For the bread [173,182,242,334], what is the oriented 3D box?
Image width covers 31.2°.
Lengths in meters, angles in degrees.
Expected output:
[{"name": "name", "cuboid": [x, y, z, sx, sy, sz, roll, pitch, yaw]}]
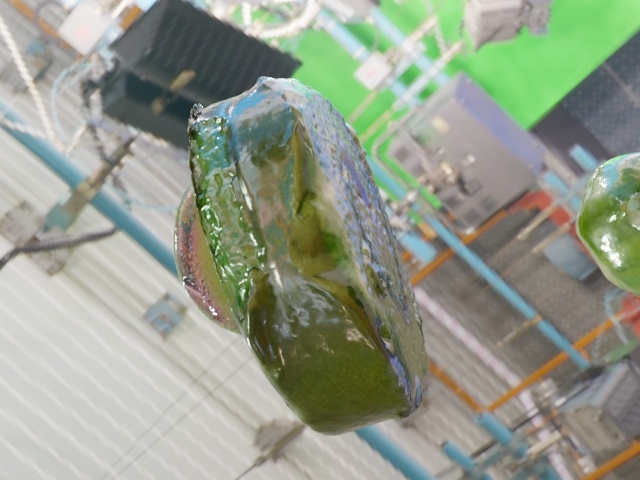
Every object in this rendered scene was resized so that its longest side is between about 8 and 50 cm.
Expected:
[{"name": "bread", "cuboid": [-0.069, 0.002, 1.365, 0.228, 0.033, 0.228, 2, -93, -29]}]

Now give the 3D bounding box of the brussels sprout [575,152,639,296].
[{"name": "brussels sprout", "cuboid": [0.273, -0.010, 0.911, 0.155, 0.155, 0.118, 12, -99, -45]}]

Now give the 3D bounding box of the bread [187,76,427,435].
[{"name": "bread", "cuboid": [0.000, 0.000, 1.123, 0.382, 0.129, 0.366, -95, -18, -55]}]
